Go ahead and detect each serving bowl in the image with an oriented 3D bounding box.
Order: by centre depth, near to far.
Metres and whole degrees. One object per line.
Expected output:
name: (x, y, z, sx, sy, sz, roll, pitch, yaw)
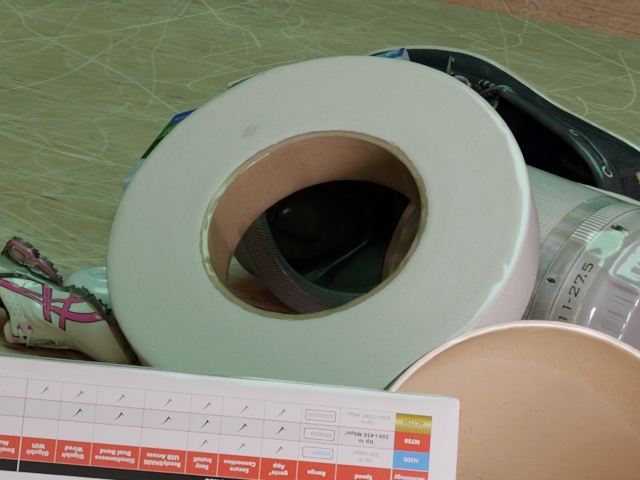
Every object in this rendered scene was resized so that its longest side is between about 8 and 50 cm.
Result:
serving bowl: (-0.219, 0.045, 1.738, 0.083, 0.027, 0.083, 8, 20, -3)

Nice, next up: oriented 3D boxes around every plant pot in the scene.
plant pot: (0.111, 0.210, 1.115, 0.284, 0.284, 0.191, 2, -16, -20)

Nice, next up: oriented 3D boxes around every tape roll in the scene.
tape roll: (0.000, 0.000, 1.531, 0.392, 0.072, 0.392, -9, 52, 12)

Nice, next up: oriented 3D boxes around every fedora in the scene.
fedora: (0.007, -0.026, 1.827, 0.275, 0.243, 0.124, -9, -4, -34)

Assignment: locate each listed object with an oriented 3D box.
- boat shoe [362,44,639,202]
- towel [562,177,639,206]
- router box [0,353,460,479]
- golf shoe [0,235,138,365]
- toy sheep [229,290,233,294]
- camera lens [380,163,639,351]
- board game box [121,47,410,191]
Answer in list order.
boat shoe: (0.204, -0.124, 2.184, 0.500, 0.187, 0.156, 28, 20, 33)
towel: (0.267, 0.002, 1.957, 0.144, 0.029, 0.197, 22, 50, 36)
router box: (-0.107, 0.216, 0.884, 0.335, 0.301, 0.082, 7, -12, -7)
golf shoe: (-0.248, 0.076, 1.606, 0.186, 0.067, 0.086, 33, 71, 27)
toy sheep: (-0.115, 0.077, 1.607, 0.132, 0.091, 0.091, 42, 34, 27)
camera lens: (0.211, 0.052, 1.615, 0.274, 0.219, 0.219, 24, 24, 36)
board game box: (-0.050, -0.127, 2.054, 0.319, 0.066, 0.318, -16, 16, 11)
